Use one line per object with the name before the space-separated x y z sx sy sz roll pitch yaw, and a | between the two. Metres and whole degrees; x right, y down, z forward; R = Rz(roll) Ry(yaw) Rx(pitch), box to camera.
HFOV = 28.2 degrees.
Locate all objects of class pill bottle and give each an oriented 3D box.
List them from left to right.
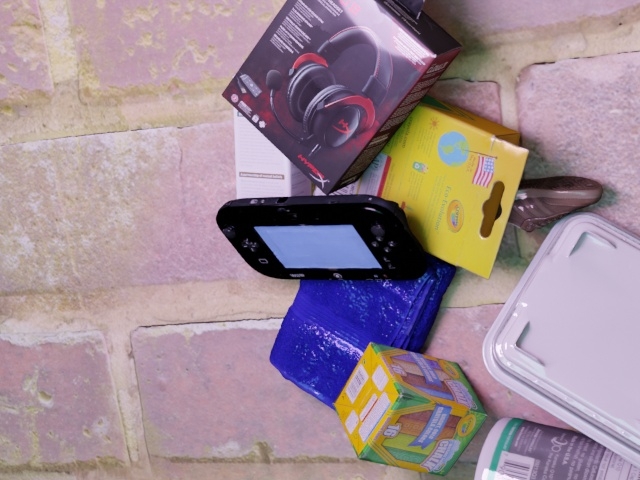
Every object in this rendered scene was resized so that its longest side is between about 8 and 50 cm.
pill bottle | 0.409 0.385 1.813 0.361 0.204 0.204 11 107 22

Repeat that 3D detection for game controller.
game controller | 0.000 0.000 1.853 0.319 0.067 0.166 0 133 36

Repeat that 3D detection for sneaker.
sneaker | 0.318 -0.049 1.831 0.188 0.066 0.071 0 112 32

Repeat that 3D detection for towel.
towel | 0.056 0.120 1.978 0.227 0.076 0.308 28 113 15

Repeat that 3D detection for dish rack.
dish rack | 0.417 0.132 1.746 0.333 0.072 0.285 31 82 16

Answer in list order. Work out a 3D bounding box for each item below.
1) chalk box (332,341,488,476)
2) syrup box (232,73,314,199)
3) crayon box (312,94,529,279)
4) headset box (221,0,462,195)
chalk box | 0.152 0.259 1.914 0.132 0.213 0.132 -61 31 23
syrup box | -0.070 -0.143 1.958 0.096 0.093 0.237 6 105 23
crayon box | 0.154 -0.096 1.840 0.318 0.081 0.202 28 113 31
headset box | 0.035 -0.246 1.763 0.218 0.110 0.293 45 119 9
